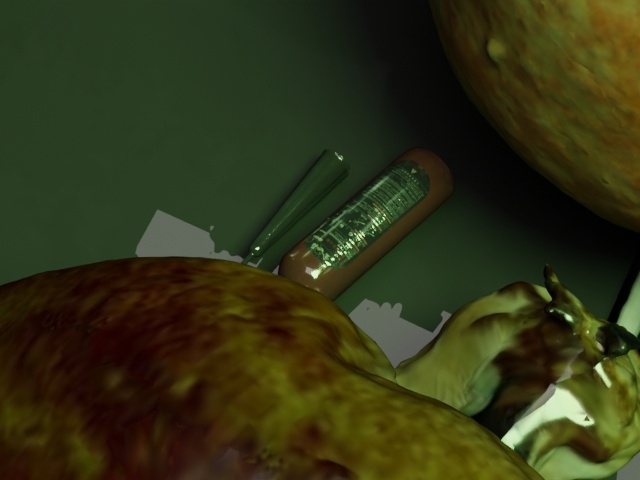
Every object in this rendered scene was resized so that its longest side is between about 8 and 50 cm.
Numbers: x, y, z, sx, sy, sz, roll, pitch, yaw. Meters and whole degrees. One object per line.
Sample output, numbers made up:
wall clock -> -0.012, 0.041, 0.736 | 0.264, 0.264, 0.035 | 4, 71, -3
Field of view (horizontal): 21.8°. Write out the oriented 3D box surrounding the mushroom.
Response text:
mushroom -> -0.008, 0.135, 0.483 | 0.254, 0.267, 0.267 | 10, 67, -31

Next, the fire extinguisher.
fire extinguisher -> 0.000, -0.003, 0.605 | 0.100, 0.032, 0.046 | -40, 85, -18

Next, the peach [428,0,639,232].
peach -> 0.148, -0.099, 0.538 | 0.232, 0.232, 0.257 | -36, 81, -11
